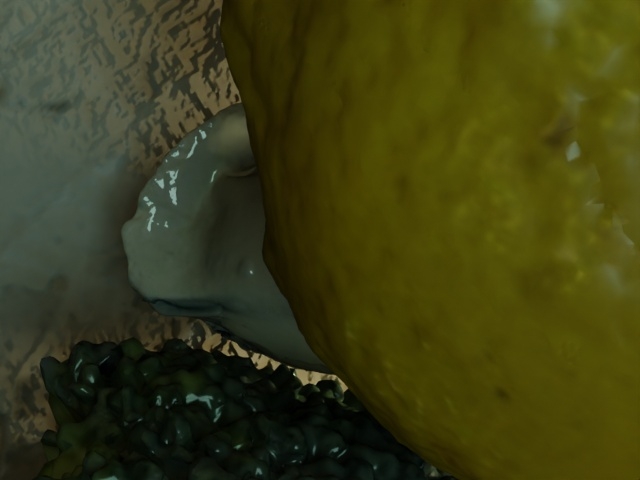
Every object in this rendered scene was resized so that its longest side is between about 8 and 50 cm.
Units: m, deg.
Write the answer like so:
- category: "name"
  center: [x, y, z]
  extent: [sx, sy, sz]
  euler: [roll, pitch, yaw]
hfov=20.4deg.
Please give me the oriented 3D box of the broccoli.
- category: "broccoli"
  center: [-0.048, 0.202, 0.776]
  extent: [0.293, 0.348, 0.281]
  euler: [-1, 121, -48]

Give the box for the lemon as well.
- category: "lemon"
  center: [0.138, -0.056, 0.712]
  extent: [0.387, 0.350, 0.350]
  euler: [29, 93, 5]

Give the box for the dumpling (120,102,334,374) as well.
- category: "dumpling"
  center: [0.000, 0.000, 0.864]
  extent: [0.188, 0.108, 0.127]
  euler: [17, 71, -6]
